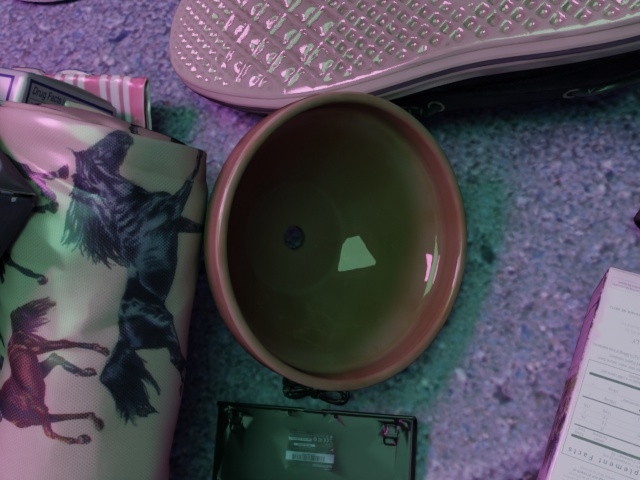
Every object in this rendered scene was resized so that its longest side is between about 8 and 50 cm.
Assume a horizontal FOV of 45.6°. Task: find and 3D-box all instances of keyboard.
[{"bbox_3d":[-0.006,0.172,0.669,0.180,0.023,0.108,2,80,12],"label":"keyboard"}]

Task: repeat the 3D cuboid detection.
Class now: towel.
[{"bbox_3d":[-0.265,-0.099,0.778,0.197,0.029,0.144,5,96,15],"label":"towel"}]

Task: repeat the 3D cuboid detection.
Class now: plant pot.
[{"bbox_3d":[0.000,0.000,0.645,0.110,0.237,0.237,3,69,58],"label":"plant pot"}]

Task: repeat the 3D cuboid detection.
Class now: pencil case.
[{"bbox_3d":[-0.187,0.094,0.594,0.184,0.160,0.410,10,94,53],"label":"pencil case"}]

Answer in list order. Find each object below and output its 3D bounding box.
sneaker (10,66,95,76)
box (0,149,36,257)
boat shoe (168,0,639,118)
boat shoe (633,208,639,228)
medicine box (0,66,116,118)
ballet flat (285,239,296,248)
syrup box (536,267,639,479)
[{"bbox_3d":[-0.276,-0.150,0.817,0.135,0.052,0.058,6,85,22],"label":"sneaker"},{"bbox_3d":[-0.421,0.011,0.571,0.318,0.097,0.395,45,107,24],"label":"box"},{"bbox_3d":[0.085,-0.192,0.692,0.501,0.156,0.186,-1,77,25],"label":"boat shoe"},{"bbox_3d":[0.346,0.038,0.600,0.076,0.080,0.228,-42,68,5],"label":"boat shoe"},{"bbox_3d":[-0.365,-0.023,0.710,0.264,0.149,0.289,13,90,16],"label":"medicine box"},{"bbox_3d":[-0.065,0.000,0.724,0.114,0.041,0.041,34,84,19],"label":"ballet flat"},{"bbox_3d":[0.229,0.151,0.583,0.096,0.093,0.236,16,78,16],"label":"syrup box"}]
